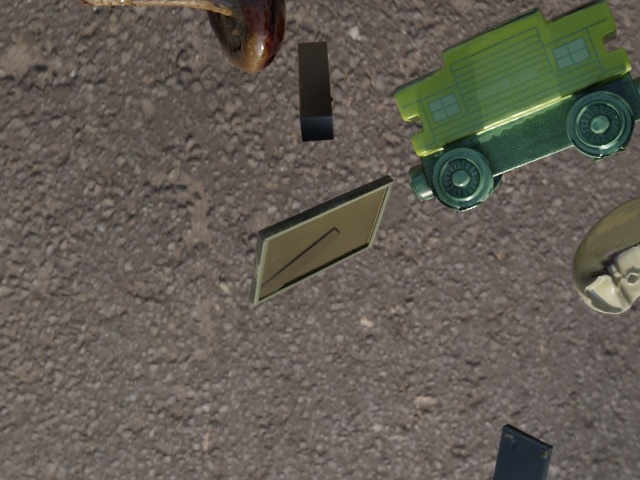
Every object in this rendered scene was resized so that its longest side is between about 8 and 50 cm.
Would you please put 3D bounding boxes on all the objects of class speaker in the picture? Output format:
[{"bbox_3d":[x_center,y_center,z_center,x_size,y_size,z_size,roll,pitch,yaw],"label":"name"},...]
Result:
[{"bbox_3d":[-0.007,-0.207,1.151,0.046,0.191,0.040,-3,132,1],"label":"speaker"}]

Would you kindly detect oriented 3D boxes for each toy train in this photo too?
[{"bbox_3d":[0.327,-0.228,1.401,0.442,0.179,0.273,-21,90,21],"label":"toy train"}]

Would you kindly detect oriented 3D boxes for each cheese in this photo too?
[{"bbox_3d":[0.392,-0.015,1.036,0.163,0.249,0.071,-26,110,31],"label":"cheese"}]

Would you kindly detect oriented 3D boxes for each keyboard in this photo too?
[{"bbox_3d":[0.199,0.277,0.868,0.014,0.055,0.176,-14,116,-44],"label":"keyboard"}]

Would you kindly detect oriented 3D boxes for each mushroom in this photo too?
[{"bbox_3d":[-0.156,-0.262,0.890,0.217,0.227,0.148,-13,141,-17],"label":"mushroom"}]

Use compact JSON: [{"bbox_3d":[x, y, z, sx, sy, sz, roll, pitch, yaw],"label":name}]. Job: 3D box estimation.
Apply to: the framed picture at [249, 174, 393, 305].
[{"bbox_3d":[0.000,0.000,1.103,0.203,0.015,0.150,-26,151,-26],"label":"framed picture"}]
